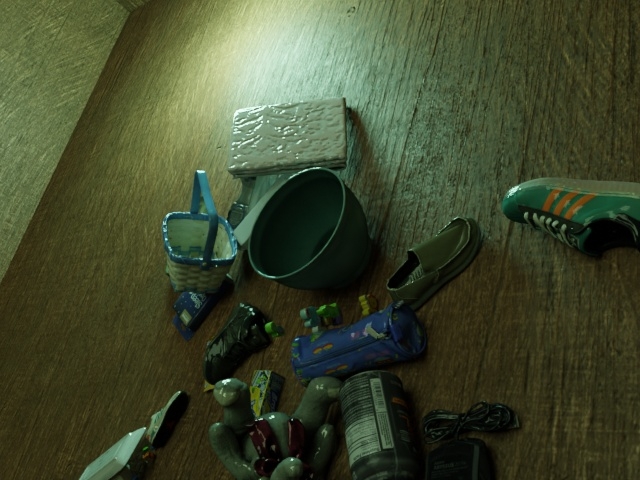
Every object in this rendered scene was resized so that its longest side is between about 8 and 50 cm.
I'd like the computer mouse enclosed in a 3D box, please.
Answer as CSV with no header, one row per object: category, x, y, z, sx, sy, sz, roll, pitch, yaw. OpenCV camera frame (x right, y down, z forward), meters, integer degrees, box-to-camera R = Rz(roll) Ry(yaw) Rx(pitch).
computer mouse,0.248,0.418,1.167,0.188,0.072,0.272,-19,37,38

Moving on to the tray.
tray,-0.579,0.603,1.816,0.270,0.030,0.145,-40,13,26

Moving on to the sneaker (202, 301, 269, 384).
sneaker,-0.212,0.271,1.717,0.130,0.087,0.227,13,66,56

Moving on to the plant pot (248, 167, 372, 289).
plant pot,0.000,0.000,1.619,0.293,0.196,0.293,-25,47,30

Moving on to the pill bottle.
pill bottle,0.113,0.381,1.274,0.130,0.130,0.245,-32,43,24

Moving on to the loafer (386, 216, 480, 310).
loafer,0.237,0.044,1.434,0.251,0.087,0.094,-49,39,5

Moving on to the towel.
towel,-0.087,-0.291,1.896,0.332,0.053,0.317,-5,43,4

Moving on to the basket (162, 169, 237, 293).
basket,-0.333,-0.017,1.867,0.254,0.201,0.289,-111,26,-47

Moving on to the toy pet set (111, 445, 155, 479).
toy pet set,-0.488,0.610,1.783,0.122,0.065,0.114,-24,12,28

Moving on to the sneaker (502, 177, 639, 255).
sneaker,0.465,-0.039,1.251,0.302,0.108,0.121,3,60,45

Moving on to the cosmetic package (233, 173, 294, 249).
cosmetic package,-0.119,-0.063,1.852,0.231,0.117,0.085,-48,38,4

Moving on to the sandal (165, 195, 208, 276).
sandal,-0.436,-0.020,2.160,0.120,0.086,0.302,-10,56,41

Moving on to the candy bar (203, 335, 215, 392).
candy bar,-0.295,0.330,1.812,0.040,0.018,0.161,-29,45,27

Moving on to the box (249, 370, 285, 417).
box,-0.140,0.392,1.580,0.059,0.054,0.169,-9,56,41

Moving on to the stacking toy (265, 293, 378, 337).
stacking toy,0.004,0.164,1.490,0.167,0.221,0.052,-24,73,32

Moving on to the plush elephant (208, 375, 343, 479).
plush elephant,-0.087,0.456,1.324,0.255,0.272,0.330,-123,45,-63

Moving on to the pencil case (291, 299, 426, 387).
pencil case,0.072,0.224,1.434,0.306,0.133,0.119,-24,74,33

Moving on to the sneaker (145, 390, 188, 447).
sneaker,-0.417,0.465,1.801,0.075,0.057,0.161,20,80,45

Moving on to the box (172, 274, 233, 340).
box,-0.357,0.171,1.980,0.225,0.036,0.136,-54,39,0

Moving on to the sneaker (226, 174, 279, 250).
sneaker,-0.180,-0.108,1.957,0.111,0.129,0.297,28,102,49
